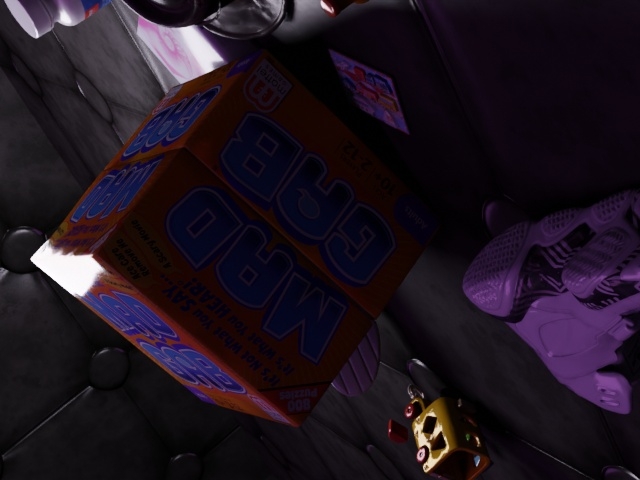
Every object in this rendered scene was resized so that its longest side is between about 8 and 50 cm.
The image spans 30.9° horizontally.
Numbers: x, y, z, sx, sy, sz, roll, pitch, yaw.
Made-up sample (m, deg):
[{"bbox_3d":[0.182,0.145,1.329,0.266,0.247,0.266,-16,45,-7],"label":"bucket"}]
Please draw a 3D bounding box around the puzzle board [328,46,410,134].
[{"bbox_3d":[0.063,-0.195,1.515,0.128,0.011,0.096,34,156,43],"label":"puzzle board"}]

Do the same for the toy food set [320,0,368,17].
[{"bbox_3d":[-0.016,-0.357,1.230,0.232,0.104,0.111,58,161,-21],"label":"toy food set"}]

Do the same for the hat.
[{"bbox_3d":[-0.208,-0.371,1.544,0.331,0.134,0.331,32,152,20],"label":"hat"}]

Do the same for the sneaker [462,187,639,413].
[{"bbox_3d":[0.323,0.068,1.221,0.210,0.137,0.366,45,157,-15],"label":"sneaker"}]

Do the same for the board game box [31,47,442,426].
[{"bbox_3d":[-0.127,0.001,1.648,0.356,0.356,0.356,42,161,-19],"label":"board game box"}]

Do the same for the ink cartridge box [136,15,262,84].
[{"bbox_3d":[-0.169,-0.260,1.858,0.324,0.071,0.330,49,161,5],"label":"ink cartridge box"}]

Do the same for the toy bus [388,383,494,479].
[{"bbox_3d":[0.222,0.317,1.985,0.202,0.191,0.104,47,119,11],"label":"toy bus"}]

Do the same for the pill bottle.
[{"bbox_3d":[-0.381,-0.414,1.811,0.124,0.221,0.124,45,162,19],"label":"pill bottle"}]

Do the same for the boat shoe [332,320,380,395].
[{"bbox_3d":[0.012,0.114,2.038,0.119,0.121,0.335,31,144,63],"label":"boat shoe"}]
